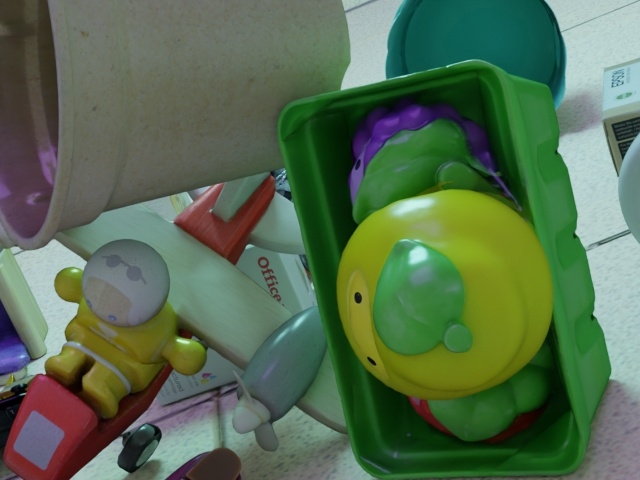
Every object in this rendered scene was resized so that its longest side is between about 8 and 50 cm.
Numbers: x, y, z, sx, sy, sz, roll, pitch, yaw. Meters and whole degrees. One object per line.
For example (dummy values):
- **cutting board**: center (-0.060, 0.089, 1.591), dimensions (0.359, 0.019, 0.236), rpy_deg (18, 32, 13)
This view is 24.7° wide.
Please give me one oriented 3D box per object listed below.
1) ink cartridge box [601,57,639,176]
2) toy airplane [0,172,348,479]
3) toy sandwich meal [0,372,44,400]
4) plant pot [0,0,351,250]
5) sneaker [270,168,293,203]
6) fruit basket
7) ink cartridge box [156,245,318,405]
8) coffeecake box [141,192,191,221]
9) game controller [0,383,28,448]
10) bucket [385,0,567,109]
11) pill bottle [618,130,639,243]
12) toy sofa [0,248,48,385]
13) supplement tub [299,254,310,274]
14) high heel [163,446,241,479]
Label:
- **ink cartridge box**: center (0.469, -0.183, 1.900), dimensions (0.193, 0.088, 0.234), rpy_deg (-15, 20, 17)
- **toy airplane**: center (-0.163, 0.046, 1.511), dimensions (0.386, 0.384, 0.272), rpy_deg (-10, -14, 2)
- **toy sandwich meal**: center (-0.395, 0.194, 1.937), dimensions (0.086, 0.029, 0.085), rpy_deg (-20, 18, 7)
- **plant pot**: center (-0.151, -0.173, 1.397), dimensions (0.305, 0.333, 0.334), rpy_deg (-7, 11, -25)
- **sneaker**: center (-0.033, -0.084, 2.103), dimensions (0.269, 0.153, 0.101), rpy_deg (-15, 20, 22)
- **fruit basket**: center (0.095, 0.040, 1.257), dimensions (0.283, 0.392, 0.392), rpy_deg (-9, 23, 36)
- **ink cartridge box**: center (-0.119, 0.083, 1.727), dimensions (0.212, 0.154, 0.093), rpy_deg (-19, 18, 9)
- **coffeecake box**: center (-0.238, -0.049, 2.192), dimensions (0.068, 0.185, 0.142), rpy_deg (-21, 18, 6)
- **game controller**: center (-0.465, 0.244, 1.771), dimensions (0.319, 0.067, 0.166), rpy_deg (-20, 2, 4)
- **bucket**: center (0.230, -0.271, 2.152), dimensions (0.281, 0.281, 0.183), rpy_deg (-19, 10, 12)
- **pill bottle**: center (0.450, -0.111, 1.558), dimensions (0.188, 0.188, 0.334), rpy_deg (-10, 21, 33)
- **toy sofa**: center (-0.583, 0.154, 2.081), dimensions (0.363, 0.150, 0.177), rpy_deg (-21, 17, 4)
- **supplement tub**: center (0.051, -0.005, 1.838), dimensions (0.190, 0.117, 0.117), rpy_deg (-4, 26, 43)
- **high heel**: center (-0.174, 0.286, 1.386), dimensions (0.244, 0.082, 0.117), rpy_deg (-45, -7, -20)
